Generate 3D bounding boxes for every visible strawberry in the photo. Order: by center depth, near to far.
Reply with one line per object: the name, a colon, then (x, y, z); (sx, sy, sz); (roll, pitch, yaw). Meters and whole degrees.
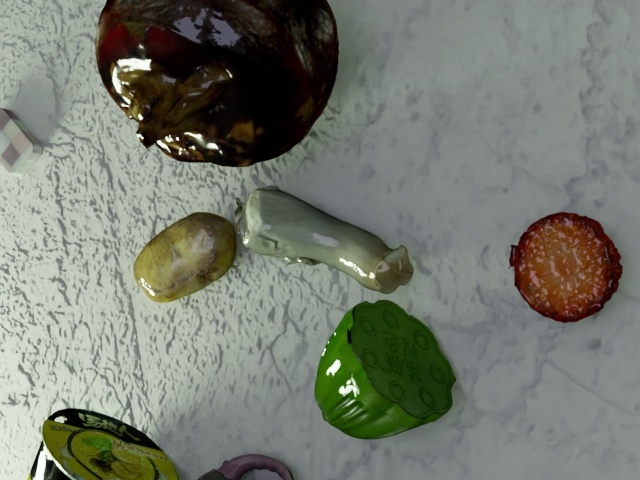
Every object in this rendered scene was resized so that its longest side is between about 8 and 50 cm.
strawberry: (0.312, 0.034, 1.561); (0.145, 0.086, 0.145); (-4, 81, 24)

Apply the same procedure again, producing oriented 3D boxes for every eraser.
eraser: (-0.491, -0.156, 1.963); (0.065, 0.026, 0.105); (-47, 69, 15)

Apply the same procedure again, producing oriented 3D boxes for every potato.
potato: (-0.193, 0.025, 1.784); (0.170, 0.080, 0.107); (-34, 65, 14)

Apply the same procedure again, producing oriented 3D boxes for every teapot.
teapot: (-0.114, 0.364, 1.695); (0.146, 0.116, 0.148); (28, 99, 34)

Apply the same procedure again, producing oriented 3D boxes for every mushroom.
mushroom: (0.000, 0.000, 1.698); (0.278, 0.096, 0.099); (21, 93, 20)

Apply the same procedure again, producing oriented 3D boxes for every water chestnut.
water chestnut: (-0.156, -0.225, 1.668); (0.335, 0.335, 0.347); (7, 51, 24)

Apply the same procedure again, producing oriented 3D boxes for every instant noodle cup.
instant noodle cup: (-0.340, 0.390, 1.751); (0.215, 0.215, 0.236); (36, 107, 23)

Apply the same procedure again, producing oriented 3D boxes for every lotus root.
lotus root: (0.056, 0.192, 1.625); (0.186, 0.186, 0.186); (-3, 83, 23)
